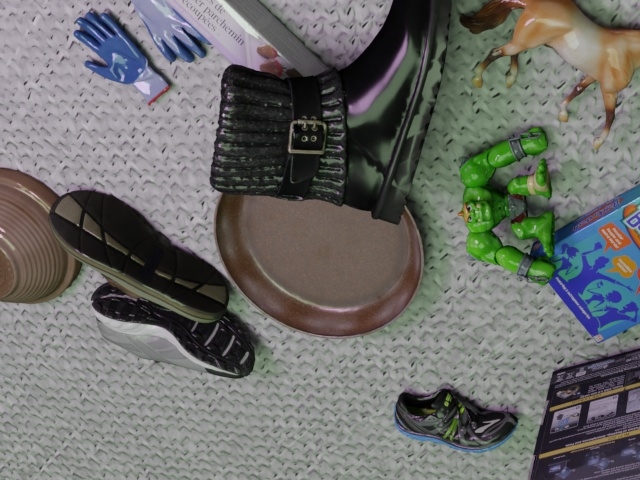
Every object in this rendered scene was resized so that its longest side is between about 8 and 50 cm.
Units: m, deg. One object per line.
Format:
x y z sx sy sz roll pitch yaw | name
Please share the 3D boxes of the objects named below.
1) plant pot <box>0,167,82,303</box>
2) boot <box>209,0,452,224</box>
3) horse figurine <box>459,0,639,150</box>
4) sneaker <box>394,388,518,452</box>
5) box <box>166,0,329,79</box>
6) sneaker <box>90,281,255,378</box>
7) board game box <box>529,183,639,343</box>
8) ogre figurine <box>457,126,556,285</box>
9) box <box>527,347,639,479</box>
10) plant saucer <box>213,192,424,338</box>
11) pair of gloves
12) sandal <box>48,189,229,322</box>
-0.499 0.015 1.834 0.237 0.109 0.237 10 124 15 | plant pot
0.011 -0.195 1.441 0.260 0.131 0.347 15 106 -1 | boot
0.295 -0.224 1.419 0.263 0.066 0.174 29 131 -1 | horse figurine
0.197 0.263 1.750 0.188 0.067 0.078 6 128 21 | sneaker
-0.082 -0.257 1.539 0.324 0.067 0.063 42 124 -9 | box
-0.225 0.149 1.832 0.272 0.100 0.108 21 139 12 | sneaker
0.404 0.025 1.539 0.210 0.047 0.160 -34 104 32 | board game box
0.241 -0.041 1.530 0.118 0.097 0.197 -3 118 21 | ogre figurine
0.464 0.239 1.484 0.395 0.318 0.097 -20 111 28 | box
0.000 0.000 1.675 0.311 0.050 0.310 9 122 15 | plant saucer
-0.245 -0.278 1.613 0.159 0.023 0.198 46 124 -9 | pair of gloves
-0.280 0.039 1.768 0.303 0.120 0.086 35 139 -3 | sandal
